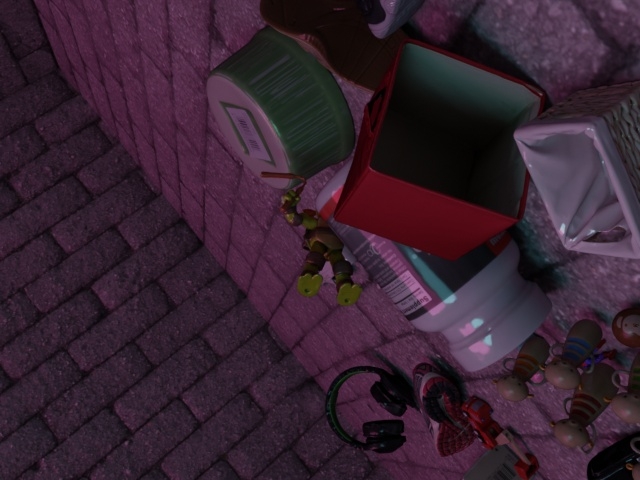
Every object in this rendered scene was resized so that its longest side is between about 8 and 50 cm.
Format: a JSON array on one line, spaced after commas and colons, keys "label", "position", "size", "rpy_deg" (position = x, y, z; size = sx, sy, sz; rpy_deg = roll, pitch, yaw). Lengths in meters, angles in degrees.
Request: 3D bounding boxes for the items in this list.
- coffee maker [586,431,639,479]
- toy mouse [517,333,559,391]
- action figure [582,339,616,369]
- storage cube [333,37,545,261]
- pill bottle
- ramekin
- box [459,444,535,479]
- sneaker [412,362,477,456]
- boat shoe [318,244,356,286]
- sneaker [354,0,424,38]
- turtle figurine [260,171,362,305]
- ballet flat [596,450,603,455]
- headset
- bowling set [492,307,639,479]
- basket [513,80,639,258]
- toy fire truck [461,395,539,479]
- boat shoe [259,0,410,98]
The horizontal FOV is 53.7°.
[{"label": "coffee maker", "position": [0.522, 0.432, 1.029], "size": [0.178, 0.171, 0.120], "rpy_deg": [50, 178, 11]}, {"label": "toy mouse", "position": [0.391, 0.218, 1.155], "size": [0.143, 0.031, 0.161], "rpy_deg": [35, 155, 41]}, {"label": "action figure", "position": [0.433, 0.191, 1.020], "size": [0.038, 0.030, 0.115], "rpy_deg": [42, 161, 14]}, {"label": "storage cube", "position": [0.142, -0.106, 0.812], "size": [0.214, 0.184, 0.193], "rpy_deg": [18, 161, -5]}, {"label": "pill bottle", "position": [0.178, 0.011, 1.000], "size": [0.363, 0.210, 0.210], "rpy_deg": [50, 161, 4]}, {"label": "ramekin", "position": [-0.088, -0.246, 1.243], "size": [0.303, 0.148, 0.303], "rpy_deg": [44, 160, 21]}, {"label": "box", "position": [0.437, 0.649, 1.661], "size": [0.121, 0.148, 0.311], "rpy_deg": [43, 161, 24]}, {"label": "sneaker", "position": [0.317, 0.435, 1.621], "size": [0.112, 0.120, 0.299], "rpy_deg": [-125, 13, -59]}, {"label": "boat shoe", "position": [0.035, 0.079, 1.631], "size": [0.084, 0.095, 0.258], "rpy_deg": [52, 163, 13]}, {"label": "sneaker", "position": [0.069, -0.362, 0.736], "size": [0.153, 0.101, 0.268], "rpy_deg": [47, 163, 6]}, {"label": "turtle figurine", "position": [0.000, 0.000, 1.087], "size": [0.269, 0.217, 0.087], "rpy_deg": [27, 131, -25]}, {"label": "ballet flat", "position": [0.542, 0.484, 1.215], "size": [0.077, 0.079, 0.222], "rpy_deg": [33, 154, 42]}, {"label": "headset", "position": [0.195, 0.509, 1.845], "size": [0.394, 0.244, 0.185], "rpy_deg": [11, 173, 20]}, {"label": "bowling set", "position": [0.387, 0.195, 0.892], "size": [0.287, 0.154, 0.200], "rpy_deg": [22, 140, 34]}, {"label": "basket", "position": [0.311, -0.078, 0.693], "size": [0.167, 0.103, 0.113], "rpy_deg": [59, 160, -19]}, {"label": "toy fire truck", "position": [0.426, 0.467, 1.504], "size": [0.192, 0.047, 0.135], "rpy_deg": [59, 160, -17]}, {"label": "boat shoe", "position": [0.040, -0.300, 0.951], "size": [0.302, 0.109, 0.098], "rpy_deg": [37, -167, 26]}]
